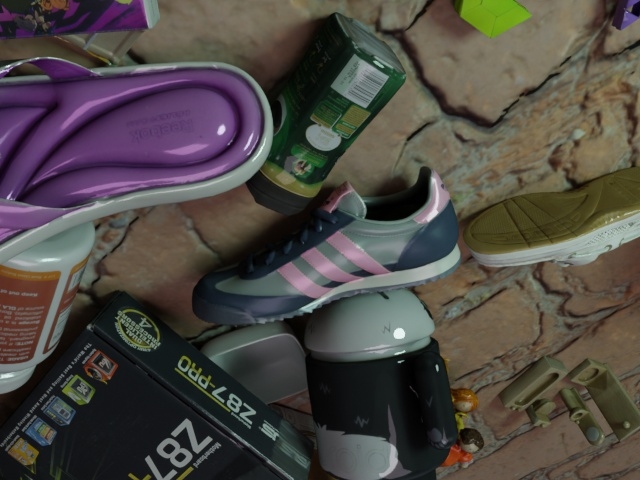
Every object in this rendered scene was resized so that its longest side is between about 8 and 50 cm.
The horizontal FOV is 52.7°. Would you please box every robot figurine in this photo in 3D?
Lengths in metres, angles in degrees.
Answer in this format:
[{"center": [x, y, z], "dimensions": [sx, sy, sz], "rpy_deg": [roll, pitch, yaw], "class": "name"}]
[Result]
[{"center": [0.074, 0.193, 0.816], "dimensions": [0.209, 0.173, 0.278], "rpy_deg": [-7, 92, 20], "class": "robot figurine"}]

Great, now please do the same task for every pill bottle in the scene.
[{"center": [-0.316, 0.055, 0.657], "dimensions": [0.121, 0.121, 0.216], "rpy_deg": [14, 125, -27], "class": "pill bottle"}]

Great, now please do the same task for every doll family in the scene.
[{"center": [0.147, 0.249, 1.004], "dimensions": [0.163, 0.118, 0.263], "rpy_deg": [-38, 113, 25], "class": "doll family"}]

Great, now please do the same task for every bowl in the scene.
[{"center": [-0.089, 0.164, 0.874], "dimensions": [0.142, 0.053, 0.142], "rpy_deg": [-19, 134, -1], "class": "bowl"}]

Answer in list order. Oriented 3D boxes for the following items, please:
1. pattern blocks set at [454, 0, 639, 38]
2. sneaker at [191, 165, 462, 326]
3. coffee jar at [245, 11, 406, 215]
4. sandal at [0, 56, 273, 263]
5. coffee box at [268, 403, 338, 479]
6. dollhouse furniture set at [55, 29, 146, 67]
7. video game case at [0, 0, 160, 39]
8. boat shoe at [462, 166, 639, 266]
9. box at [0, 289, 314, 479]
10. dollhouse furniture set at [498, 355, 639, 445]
[{"center": [0.224, -0.309, 0.561], "dimensions": [0.324, 0.026, 0.285], "rpy_deg": [27, 118, -35], "class": "pattern blocks set"}, {"center": [0.000, 0.000, 0.735], "dimensions": [0.318, 0.112, 0.131], "rpy_deg": [-15, 117, -8], "class": "sneaker"}, {"center": [-0.005, -0.115, 0.618], "dimensions": [0.079, 0.096, 0.184], "rpy_deg": [23, 122, -30], "class": "coffee jar"}, {"center": [-0.243, -0.079, 0.526], "dimensions": [0.416, 0.169, 0.102], "rpy_deg": [-19, 170, -12], "class": "sandal"}, {"center": [-0.030, 0.525, 1.024], "dimensions": [0.337, 0.334, 0.338], "rpy_deg": [28, 118, -35], "class": "coffee box"}, {"center": [-0.166, -0.218, 0.525], "dimensions": [0.076, 0.059, 0.151], "rpy_deg": [19, 143, -39], "class": "dollhouse furniture set"}, {"center": [-0.240, -0.239, 0.422], "dimensions": [0.232, 0.042, 0.210], "rpy_deg": [-4, 122, -1], "class": "video game case"}, {"center": [0.313, -0.007, 0.814], "dimensions": [0.277, 0.098, 0.096], "rpy_deg": [-14, 133, -6], "class": "boat shoe"}, {"center": [-0.253, 0.299, 0.832], "dimensions": [0.318, 0.097, 0.395], "rpy_deg": [41, 112, -11], "class": "box"}, {"center": [0.423, 0.285, 1.094], "dimensions": [0.151, 0.123, 0.144], "rpy_deg": [21, 122, -32], "class": "dollhouse furniture set"}]
